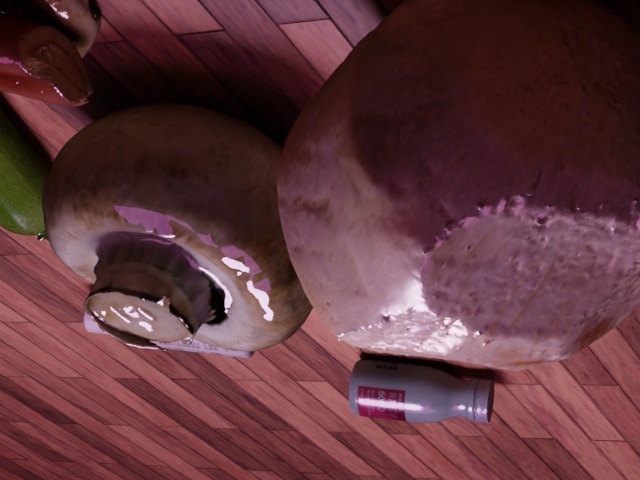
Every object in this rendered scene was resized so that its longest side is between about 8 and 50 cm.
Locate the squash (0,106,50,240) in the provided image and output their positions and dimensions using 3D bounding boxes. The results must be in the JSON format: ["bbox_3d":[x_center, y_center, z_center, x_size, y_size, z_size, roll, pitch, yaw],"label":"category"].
[{"bbox_3d":[-0.399,-0.090,1.948,0.101,0.101,0.379,6,156,13],"label":"squash"}]

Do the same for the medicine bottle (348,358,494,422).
[{"bbox_3d":[0.157,0.238,2.424,0.216,0.090,0.090,5,155,15],"label":"medicine bottle"}]

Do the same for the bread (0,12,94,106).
[{"bbox_3d":[-0.321,-0.193,1.597,0.192,0.067,0.119,15,165,-9],"label":"bread"}]

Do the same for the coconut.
[{"bbox_3d":[0.163,-0.047,1.475,0.415,0.345,0.415,10,153,5],"label":"coconut"}]

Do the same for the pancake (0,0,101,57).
[{"bbox_3d":[-0.369,-0.243,1.657,0.282,0.049,0.282,12,159,5],"label":"pancake"}]

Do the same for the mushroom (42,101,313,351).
[{"bbox_3d":[-0.153,-0.005,1.807,0.352,0.260,0.352,15,149,9],"label":"mushroom"}]

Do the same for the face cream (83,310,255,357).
[{"bbox_3d":[-0.228,0.124,2.367,0.269,0.082,0.082,6,156,15],"label":"face cream"}]
